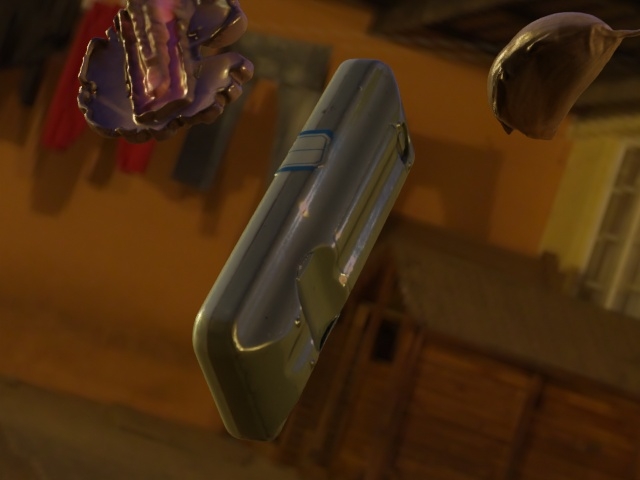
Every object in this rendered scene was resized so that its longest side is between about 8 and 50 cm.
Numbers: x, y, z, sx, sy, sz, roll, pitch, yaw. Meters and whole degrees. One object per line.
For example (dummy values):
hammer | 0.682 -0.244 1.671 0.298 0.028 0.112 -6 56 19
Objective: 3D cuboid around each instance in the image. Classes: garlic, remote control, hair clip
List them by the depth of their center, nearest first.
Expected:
remote control | 0.000 0.000 1.267 0.066 0.335 0.128 6 -45 23
garlic | 0.197 -0.152 1.388 0.084 0.152 0.066 32 28 -8
hair clip | -0.162 -0.223 1.538 0.173 0.300 0.069 -20 -22 14
